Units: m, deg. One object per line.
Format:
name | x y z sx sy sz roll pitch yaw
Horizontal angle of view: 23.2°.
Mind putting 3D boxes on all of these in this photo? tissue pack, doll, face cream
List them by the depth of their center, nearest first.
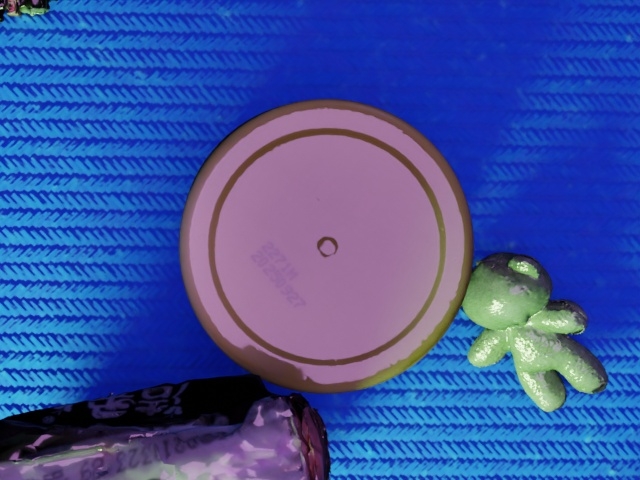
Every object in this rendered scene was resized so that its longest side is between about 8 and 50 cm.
tissue pack | -0.112 0.172 1.141 0.245 0.332 0.123 -14 82 -1
face cream | 0.000 0.000 1.212 0.218 0.179 0.218 0 93 -3
doll | 0.174 0.072 1.290 0.115 0.077 0.150 -22 109 35

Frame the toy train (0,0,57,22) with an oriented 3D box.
toy train | -0.240 -0.298 1.244 0.085 0.053 0.249 4 93 -9
